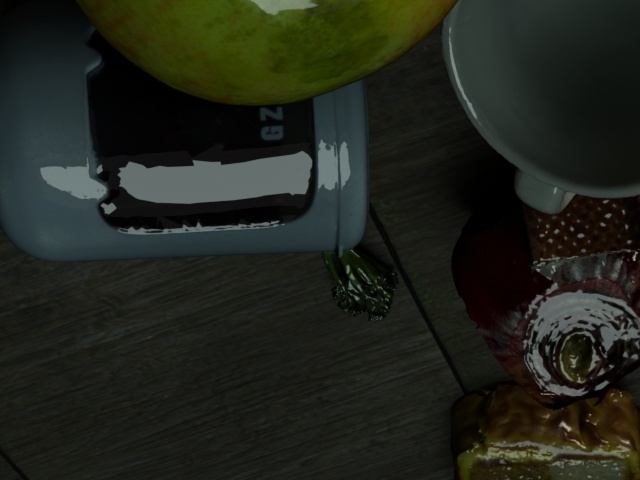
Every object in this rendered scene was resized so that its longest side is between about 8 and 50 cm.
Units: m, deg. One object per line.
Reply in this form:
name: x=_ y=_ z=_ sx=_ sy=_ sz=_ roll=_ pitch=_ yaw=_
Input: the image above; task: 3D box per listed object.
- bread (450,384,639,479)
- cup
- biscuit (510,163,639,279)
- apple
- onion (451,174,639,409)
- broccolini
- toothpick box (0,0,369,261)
bread: x=0.256 y=0.244 z=2.192 sx=0.222 sy=0.096 sz=0.181 roll=-2 pitch=138 yaw=3
cup: x=0.246 y=-0.162 z=1.605 sx=0.227 sy=0.257 sz=0.301 roll=30 pitch=133 yaw=16
biscuit: x=0.216 y=-0.093 z=1.750 sx=0.106 sy=0.252 sz=0.070 roll=-10 pitch=-178 yaw=3
apple: x=-0.043 y=-0.262 z=1.439 sx=0.339 sy=0.340 sz=0.340 roll=-4 pitch=137 yaw=-4
onion: x=0.250 y=0.013 z=1.882 sx=0.207 sy=0.216 sz=0.206 roll=-37 pitch=108 yaw=22
broccolini: x=0.000 y=-0.002 z=1.948 sx=0.067 sy=0.058 sz=0.216 roll=-52 pitch=124 yaw=-13
toothpick box: x=-0.143 y=-0.098 z=1.694 sx=0.354 sy=0.263 sz=0.263 roll=-4 pitch=137 yaw=-3
